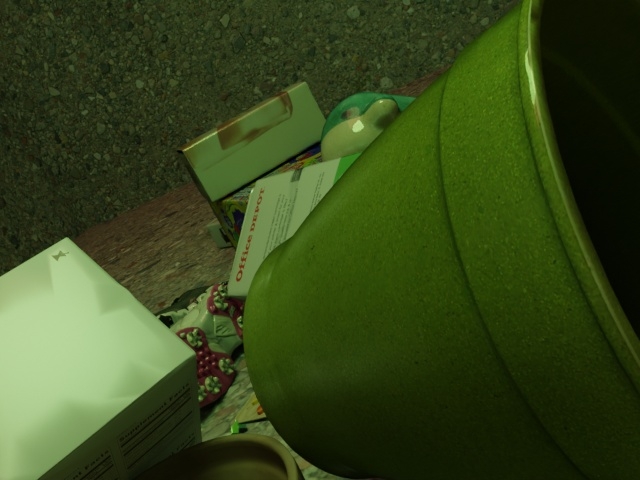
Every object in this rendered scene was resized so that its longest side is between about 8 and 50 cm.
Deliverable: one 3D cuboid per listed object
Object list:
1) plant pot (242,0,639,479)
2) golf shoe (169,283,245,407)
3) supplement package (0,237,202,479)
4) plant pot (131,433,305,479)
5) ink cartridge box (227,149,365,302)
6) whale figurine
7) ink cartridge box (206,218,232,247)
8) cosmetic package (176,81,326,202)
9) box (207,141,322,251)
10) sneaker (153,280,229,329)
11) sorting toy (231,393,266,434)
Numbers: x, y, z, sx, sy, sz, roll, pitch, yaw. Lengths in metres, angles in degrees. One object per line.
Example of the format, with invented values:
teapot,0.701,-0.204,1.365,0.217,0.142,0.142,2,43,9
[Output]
plant pot,0.130,0.048,0.543,0.353,0.366,0.366,-30,10,43
golf shoe,-0.198,0.182,1.040,0.140,0.115,0.306,-36,8,21
supplement package,-0.257,0.183,0.693,0.199,0.263,0.198,36,54,23
plant pot,-0.102,0.274,0.548,0.237,0.110,0.237,-24,17,8
ink cartridge box,0.000,0.000,1.050,0.289,0.121,0.211,-6,65,51
whale figurine,0.131,-0.176,1.076,0.272,0.216,0.141,-16,59,22
ink cartridge box,-0.190,-0.048,1.773,0.175,0.072,0.127,-9,24,48
cosmetic package,-0.145,-0.211,1.469,0.296,0.129,0.153,-31,14,-12
box,-0.039,-0.077,1.436,0.279,0.177,0.290,-35,17,-21
sneaker,-0.259,0.148,1.272,0.234,0.078,0.106,-30,13,-25
sorting toy,-0.081,0.216,0.873,0.062,0.012,0.083,-17,18,32
